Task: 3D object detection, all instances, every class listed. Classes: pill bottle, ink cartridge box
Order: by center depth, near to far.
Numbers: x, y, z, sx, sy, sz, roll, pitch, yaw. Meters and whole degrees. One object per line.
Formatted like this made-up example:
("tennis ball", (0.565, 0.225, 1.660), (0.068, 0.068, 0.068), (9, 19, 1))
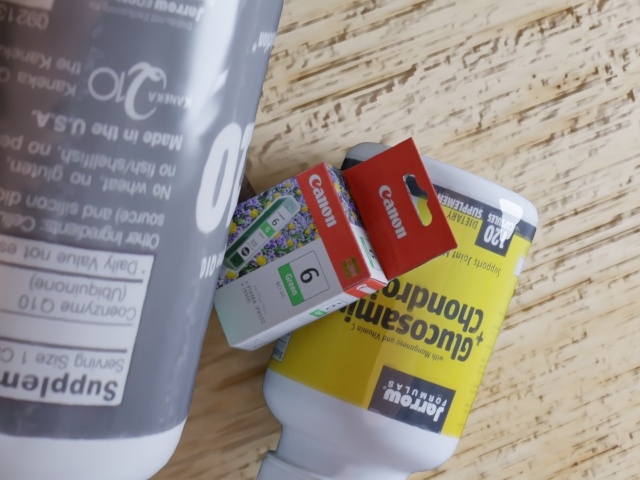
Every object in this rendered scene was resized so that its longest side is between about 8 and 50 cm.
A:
("pill bottle", (-0.142, -0.009, 0.823), (0.204, 0.204, 0.361), (11, 99, -17))
("ink cartridge box", (0.000, 0.000, 0.888), (0.115, 0.029, 0.062), (-27, 74, 15))
("pill bottle", (0.032, 0.051, 0.940), (0.103, 0.103, 0.184), (20, 89, -17))

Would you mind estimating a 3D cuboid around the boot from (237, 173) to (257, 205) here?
("boot", (-0.088, -0.010, 0.936), (0.087, 0.042, 0.118), (41, 82, -9))
